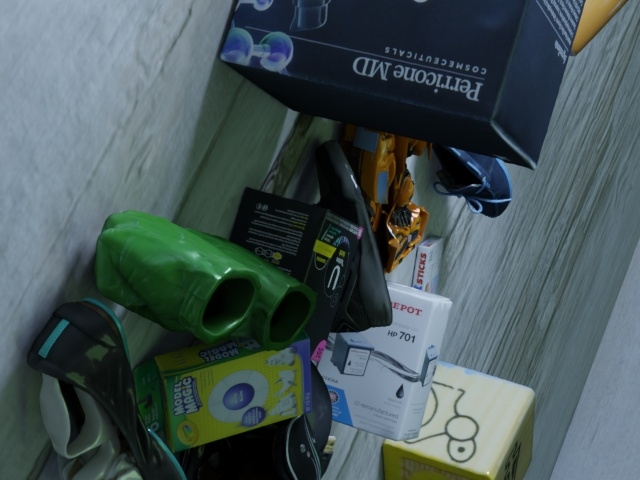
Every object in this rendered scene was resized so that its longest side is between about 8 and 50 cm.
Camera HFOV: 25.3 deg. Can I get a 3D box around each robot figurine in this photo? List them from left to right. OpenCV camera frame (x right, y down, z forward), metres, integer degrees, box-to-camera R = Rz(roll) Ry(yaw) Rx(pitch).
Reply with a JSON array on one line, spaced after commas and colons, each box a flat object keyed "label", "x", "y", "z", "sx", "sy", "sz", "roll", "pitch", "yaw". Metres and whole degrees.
[{"label": "robot figurine", "x": 0.084, "y": -0.083, "z": 1.803, "sx": 0.211, "sy": 0.085, "sz": 0.291, "roll": -44, "pitch": 144, "yaw": -50}]

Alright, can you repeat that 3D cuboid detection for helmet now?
[{"label": "helmet", "x": -0.076, "y": 0.257, "z": 1.545, "sx": 0.169, "sy": 0.169, "sz": 0.161, "roll": -24, "pitch": 116, "yaw": -63}]

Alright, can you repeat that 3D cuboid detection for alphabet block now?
[{"label": "alphabet block", "x": 0.225, "y": 0.342, "z": 2.301, "sx": 0.197, "sy": 0.192, "sz": 0.193, "roll": -54, "pitch": 149, "yaw": -40}]

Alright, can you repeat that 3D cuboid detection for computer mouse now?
[{"label": "computer mouse", "x": -0.011, "y": 0.257, "z": 1.721, "sx": 0.184, "sy": 0.060, "sz": 0.262, "roll": -21, "pitch": 127, "yaw": -60}]

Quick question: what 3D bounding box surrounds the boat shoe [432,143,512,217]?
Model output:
[{"label": "boat shoe", "x": 0.201, "y": -0.106, "z": 2.088, "sx": 0.089, "sy": 0.109, "sz": 0.258, "roll": -58, "pitch": 138, "yaw": -20}]

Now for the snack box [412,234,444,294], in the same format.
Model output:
[{"label": "snack box", "x": 0.157, "y": 0.083, "z": 2.182, "sx": 0.064, "sy": 0.022, "sz": 0.178, "roll": -33, "pitch": 134, "yaw": -60}]

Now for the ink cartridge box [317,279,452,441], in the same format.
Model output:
[{"label": "ink cartridge box", "x": 0.077, "y": 0.152, "z": 1.873, "sx": 0.082, "sy": 0.140, "sz": 0.190, "roll": 5, "pitch": 100, "yaw": -66}]

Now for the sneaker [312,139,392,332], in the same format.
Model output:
[{"label": "sneaker", "x": 0.000, "y": 0.000, "z": 1.662, "sx": 0.087, "sy": 0.130, "sz": 0.227, "roll": 46, "pitch": 32, "yaw": -86}]

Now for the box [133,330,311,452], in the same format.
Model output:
[{"label": "box", "x": -0.098, "y": 0.150, "z": 1.451, "sx": 0.179, "sy": 0.043, "sz": 0.105, "roll": -14, "pitch": 128, "yaw": -16}]

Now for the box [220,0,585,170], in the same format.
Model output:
[{"label": "box", "x": 0.117, "y": -0.309, "z": 1.446, "sx": 0.212, "sy": 0.294, "sz": 0.395, "roll": 24, "pitch": 82, "yaw": -68}]

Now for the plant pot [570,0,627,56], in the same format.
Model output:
[{"label": "plant pot", "x": 0.393, "y": -0.398, "z": 2.223, "sx": 0.188, "sy": 0.205, "sz": 0.205, "roll": -59, "pitch": 158, "yaw": 2}]

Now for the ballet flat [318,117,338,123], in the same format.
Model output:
[{"label": "ballet flat", "x": 0.061, "y": -0.239, "z": 1.651, "sx": 0.241, "sy": 0.077, "sz": 0.091, "roll": -70, "pitch": 157, "yaw": -13}]

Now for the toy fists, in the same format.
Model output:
[{"label": "toy fists", "x": -0.115, "y": 0.041, "z": 1.331, "sx": 0.096, "sy": 0.142, "sz": 0.279, "roll": -61, "pitch": 159, "yaw": 5}]

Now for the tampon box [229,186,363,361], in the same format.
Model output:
[{"label": "tampon box", "x": -0.039, "y": 0.040, "z": 1.562, "sx": 0.120, "sy": 0.101, "sz": 0.161, "roll": 24, "pitch": 82, "yaw": -68}]

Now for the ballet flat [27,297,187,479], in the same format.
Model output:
[{"label": "ballet flat", "x": -0.201, "y": 0.174, "z": 1.292, "sx": 0.096, "sy": 0.095, "sz": 0.280, "roll": -47, "pitch": 136, "yaw": -33}]
